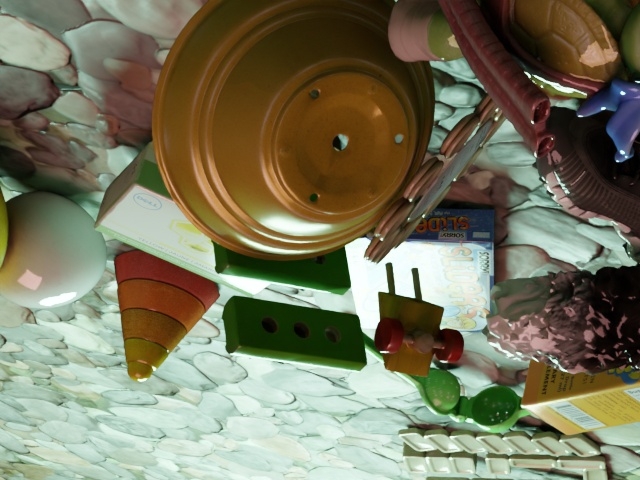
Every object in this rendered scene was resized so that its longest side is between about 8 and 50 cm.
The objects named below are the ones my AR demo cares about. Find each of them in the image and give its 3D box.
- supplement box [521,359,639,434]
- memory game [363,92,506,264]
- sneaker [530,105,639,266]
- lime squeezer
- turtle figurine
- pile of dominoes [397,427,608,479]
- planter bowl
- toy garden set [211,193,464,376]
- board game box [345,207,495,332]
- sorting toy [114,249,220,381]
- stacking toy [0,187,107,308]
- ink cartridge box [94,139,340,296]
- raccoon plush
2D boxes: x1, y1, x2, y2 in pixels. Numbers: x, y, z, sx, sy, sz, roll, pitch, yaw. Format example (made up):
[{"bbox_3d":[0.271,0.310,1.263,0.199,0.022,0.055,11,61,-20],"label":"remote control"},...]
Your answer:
[{"bbox_3d":[0.308,0.129,1.443,0.080,0.078,0.233,34,148,-28],"label":"supplement box"},{"bbox_3d":[0.092,-0.054,1.090,0.012,0.186,0.186,40,155,8],"label":"memory game"},{"bbox_3d":[0.252,-0.045,1.132,0.106,0.078,0.234,-12,148,38],"label":"sneaker"},{"bbox_3d":[0.161,0.164,1.612,0.310,0.059,0.110,15,154,1],"label":"lime squeezer"},{"bbox_3d":[0.151,-0.184,0.875,0.198,0.275,0.266,8,-175,-42],"label":"turtle figurine"},{"bbox_3d":[0.227,0.259,1.815,0.251,0.040,0.196,-1,151,12],"label":"pile of dominoes"},{"bbox_3d":[-0.001,-0.076,1.017,0.217,0.217,0.090,29,-175,-27],"label":"planter bowl"},{"bbox_3d":[0.000,0.000,1.156,0.204,0.244,0.049,11,143,-29],"label":"toy garden set"},{"bbox_3d":[0.096,0.030,1.379,0.136,0.035,0.201,1,153,8],"label":"board game box"},{"bbox_3d":[-0.298,0.073,1.591,0.365,0.126,0.127,9,154,10],"label":"sorting toy"},{"bbox_3d":[-0.416,-0.009,1.360,0.480,0.351,0.350,14,159,-38],"label":"stacking toy"},{"bbox_3d":[-0.082,-0.036,1.303,0.171,0.056,0.235,25,153,-17],"label":"ink cartridge box"},{"bbox_3d":[0.365,0.179,1.185,0.446,0.299,0.216,-6,162,13],"label":"raccoon plush"}]
